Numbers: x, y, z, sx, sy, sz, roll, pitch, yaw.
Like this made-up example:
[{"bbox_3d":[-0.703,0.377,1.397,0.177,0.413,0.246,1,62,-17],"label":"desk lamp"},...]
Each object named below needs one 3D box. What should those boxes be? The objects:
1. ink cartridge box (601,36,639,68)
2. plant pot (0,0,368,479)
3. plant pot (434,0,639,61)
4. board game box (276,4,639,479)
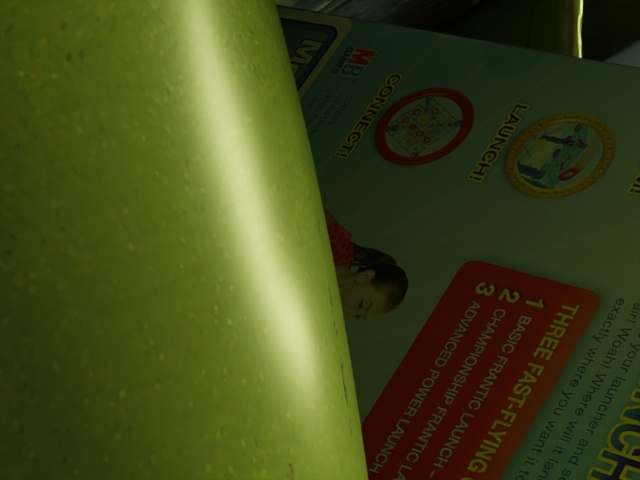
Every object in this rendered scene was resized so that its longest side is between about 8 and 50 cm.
[{"bbox_3d":[0.297,-0.131,0.699,0.309,0.130,0.272,16,151,-29],"label":"ink cartridge box"},{"bbox_3d":[-0.101,0.038,0.425,0.275,0.293,0.275,-25,173,-3],"label":"plant pot"},{"bbox_3d":[0.167,-0.062,0.899,0.276,0.276,0.254,-21,-177,-31],"label":"plant pot"},{"bbox_3d":[0.015,0.058,0.613,0.302,0.086,0.308,16,-120,36],"label":"board game box"}]
